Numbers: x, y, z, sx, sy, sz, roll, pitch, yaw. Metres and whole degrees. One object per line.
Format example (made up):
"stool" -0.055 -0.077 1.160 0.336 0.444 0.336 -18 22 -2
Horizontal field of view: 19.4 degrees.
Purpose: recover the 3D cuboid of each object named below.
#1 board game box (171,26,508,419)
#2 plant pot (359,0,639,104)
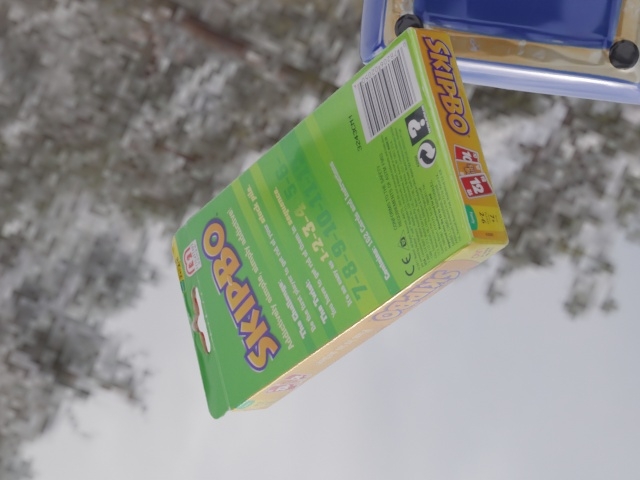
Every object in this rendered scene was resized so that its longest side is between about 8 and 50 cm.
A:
"board game box" 0.000 0.000 1.041 0.259 0.039 0.124 -36 -119 45
"plant pot" 0.148 -0.215 1.238 0.212 0.236 0.236 -52 150 -69
